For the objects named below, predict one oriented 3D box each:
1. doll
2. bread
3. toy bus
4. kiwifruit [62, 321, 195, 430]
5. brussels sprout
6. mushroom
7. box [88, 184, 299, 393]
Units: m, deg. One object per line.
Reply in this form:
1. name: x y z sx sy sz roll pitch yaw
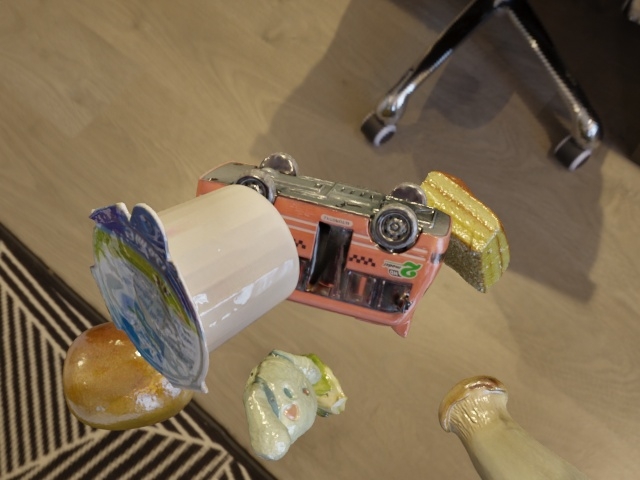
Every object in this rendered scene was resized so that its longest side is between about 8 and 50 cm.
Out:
1. doll: -0.049 0.192 1.018 0.071 0.214 0.104 -34 95 21
2. bread: 0.278 -0.018 1.648 0.110 0.234 0.184 -45 65 -7
3. toy bus: 0.000 0.000 1.451 0.426 0.203 0.233 15 108 8
4. kiwifruit: -0.322 0.229 1.453 0.233 0.196 0.196 -10 68 -5
5. brussels sprout: -0.010 0.336 1.946 0.100 0.139 0.181 -14 29 -17
6. mushroom: 0.283 0.322 1.128 0.122 0.159 0.329 -46 44 10
7. box: -0.157 0.021 1.123 0.262 0.291 0.206 38 49 27
